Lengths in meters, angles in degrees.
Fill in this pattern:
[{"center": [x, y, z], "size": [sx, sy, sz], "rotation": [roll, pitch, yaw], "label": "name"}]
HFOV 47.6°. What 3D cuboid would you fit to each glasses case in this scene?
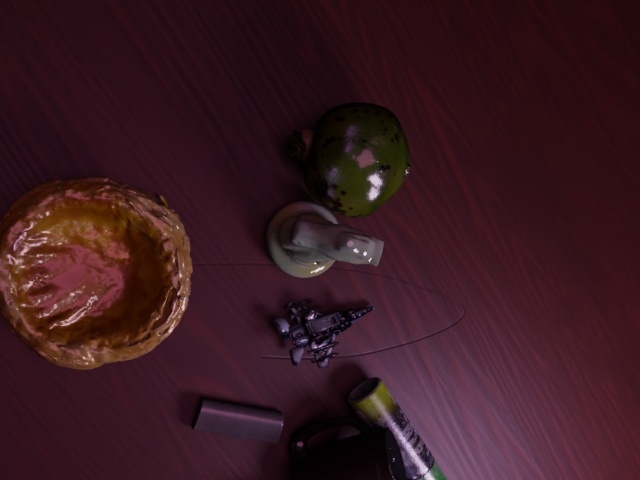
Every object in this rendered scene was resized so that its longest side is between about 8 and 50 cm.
[{"center": [-0.177, 0.391, 1.571], "size": [0.191, 0.042, 0.071], "rotation": [14, 93, -18], "label": "glasses case"}]

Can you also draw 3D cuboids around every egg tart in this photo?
[{"center": [-0.439, 0.057, 1.419], "size": [0.388, 0.169, 0.387], "rotation": [-1, 93, -16], "label": "egg tart"}]

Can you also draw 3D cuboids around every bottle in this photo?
[{"center": [0.187, 0.469, 1.661], "size": [0.093, 0.093, 0.330], "rotation": [-37, 100, -15], "label": "bottle"}]

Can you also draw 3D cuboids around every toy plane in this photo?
[{"center": [0.021, 0.187, 1.614], "size": [0.247, 0.078, 0.169], "rotation": [-21, 68, -20], "label": "toy plane"}]

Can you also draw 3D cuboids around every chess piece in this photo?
[{"center": [0.000, 0.000, 1.494], "size": [0.176, 0.298, 0.175], "rotation": [-1, 92, -20], "label": "chess piece"}]

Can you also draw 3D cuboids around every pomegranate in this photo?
[{"center": [0.062, -0.176, 1.553], "size": [0.271, 0.254, 0.254], "rotation": [10, 87, -6], "label": "pomegranate"}]

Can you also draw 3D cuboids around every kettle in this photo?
[{"center": [0.049, 0.483, 1.567], "size": [0.232, 0.144, 0.201], "rotation": [-18, 79, 12], "label": "kettle"}]
